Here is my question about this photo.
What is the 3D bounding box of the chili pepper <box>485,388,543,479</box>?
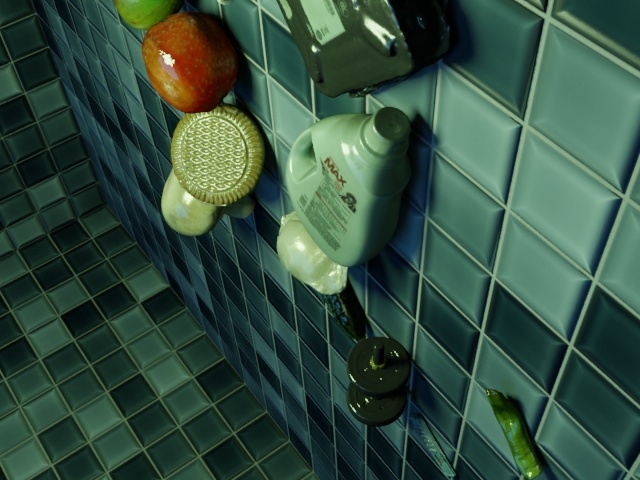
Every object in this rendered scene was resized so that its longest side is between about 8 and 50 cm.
[{"bbox_3d":[0.354,0.348,1.480,0.052,0.050,0.201,-13,106,53],"label":"chili pepper"}]

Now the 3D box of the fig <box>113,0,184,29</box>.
[{"bbox_3d":[-0.366,-0.557,1.741,0.191,0.181,0.181,-11,111,38],"label":"fig"}]

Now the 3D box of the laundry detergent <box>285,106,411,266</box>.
[{"bbox_3d":[0.055,-0.123,1.421,0.264,0.125,0.398,56,158,11],"label":"laundry detergent"}]

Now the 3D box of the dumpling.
[{"bbox_3d":[0.000,0.000,1.703,0.193,0.147,0.258,-55,46,24],"label":"dumpling"}]

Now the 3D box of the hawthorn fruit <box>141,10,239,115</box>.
[{"bbox_3d":[-0.266,-0.366,1.735,0.253,0.205,0.205,56,160,-5],"label":"hawthorn fruit"}]

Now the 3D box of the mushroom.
[{"bbox_3d":[-0.282,-0.120,2.090,0.234,0.253,0.260,22,149,-19],"label":"mushroom"}]

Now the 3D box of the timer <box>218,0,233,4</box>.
[{"bbox_3d":[-0.218,-0.506,1.411,0.266,0.175,0.175,38,151,56],"label":"timer"}]

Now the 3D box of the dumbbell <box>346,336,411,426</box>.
[{"bbox_3d":[0.129,0.321,1.824,0.143,0.143,0.325,47,156,30],"label":"dumbbell"}]

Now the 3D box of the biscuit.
[{"bbox_3d":[-0.243,-0.201,1.892,0.259,0.259,0.079,59,-157,2],"label":"biscuit"}]

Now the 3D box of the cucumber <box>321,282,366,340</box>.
[{"bbox_3d":[0.032,0.118,1.872,0.077,0.077,0.265,8,127,64],"label":"cucumber"}]

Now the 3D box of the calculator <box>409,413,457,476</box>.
[{"bbox_3d":[0.268,0.488,1.917,0.172,0.018,0.057,58,161,0],"label":"calculator"}]

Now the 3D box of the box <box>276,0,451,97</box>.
[{"bbox_3d":[0.021,-0.386,1.183,0.359,0.091,0.350,65,159,-10],"label":"box"}]
